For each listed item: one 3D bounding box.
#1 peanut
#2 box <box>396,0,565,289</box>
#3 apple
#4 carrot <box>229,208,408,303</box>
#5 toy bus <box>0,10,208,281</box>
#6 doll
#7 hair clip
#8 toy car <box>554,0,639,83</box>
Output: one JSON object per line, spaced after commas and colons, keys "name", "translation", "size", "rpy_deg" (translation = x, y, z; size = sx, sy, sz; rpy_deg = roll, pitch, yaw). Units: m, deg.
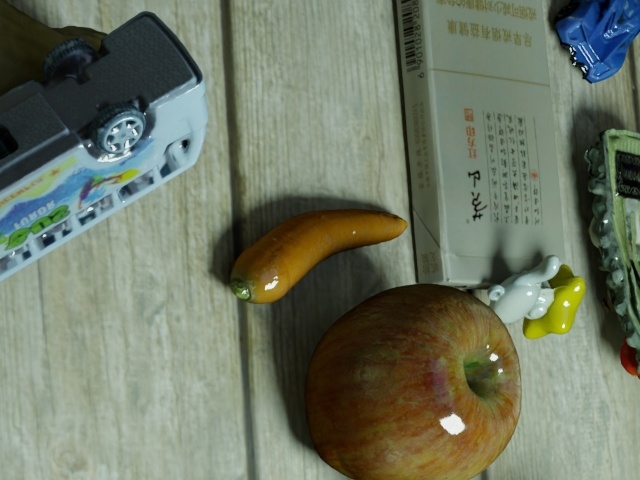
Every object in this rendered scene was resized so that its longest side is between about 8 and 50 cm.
{"name": "peanut", "translation": [-0.262, -0.137, 1.693], "size": [0.313, 0.149, 0.149], "rpy_deg": [12, 73, -43]}
{"name": "box", "translation": [0.179, -0.127, 2.170], "size": [0.204, 0.051, 0.365], "rpy_deg": [3, 79, -44]}
{"name": "apple", "translation": [0.093, 0.146, 1.939], "size": [0.211, 0.188, 0.211], "rpy_deg": [12, 74, -46]}
{"name": "carrot", "translation": [0.000, 0.000, 1.974], "size": [0.066, 0.062, 0.271], "rpy_deg": [45, 41, 14]}
{"name": "toy bus", "translation": [-0.244, -0.050, 1.601], "size": [0.329, 0.109, 0.136], "rpy_deg": [-31, 147, -11]}
{"name": "doll", "translation": [0.222, 0.072, 2.121], "size": [0.113, 0.135, 0.071], "rpy_deg": [38, 25, -50]}
{"name": "hair clip", "translation": [0.365, 0.035, 2.292], "size": [0.138, 0.091, 0.321], "rpy_deg": [5, 68, -44]}
{"name": "toy car", "translation": [0.356, -0.279, 2.363], "size": [0.103, 0.063, 0.216], "rpy_deg": [53, 51, -21]}
